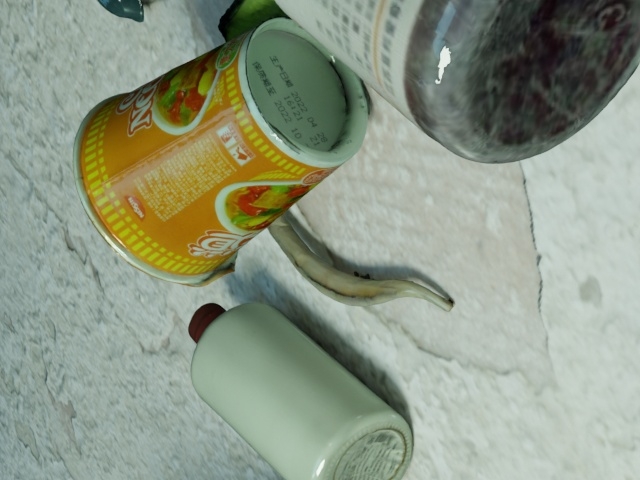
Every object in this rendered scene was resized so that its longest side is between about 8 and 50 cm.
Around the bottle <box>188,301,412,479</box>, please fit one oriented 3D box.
[{"bbox_3d":[-0.034,0.126,1.215,0.245,0.104,0.104,37,138,43],"label":"bottle"}]

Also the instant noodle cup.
[{"bbox_3d":[-0.066,-0.073,1.070,0.185,0.168,0.168,-29,83,44],"label":"instant noodle cup"}]

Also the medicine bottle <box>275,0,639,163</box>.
[{"bbox_3d":[0.047,-0.177,0.809,0.273,0.165,0.165,45,143,36],"label":"medicine bottle"}]

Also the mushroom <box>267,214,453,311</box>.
[{"bbox_3d":[-0.002,0.002,1.153,0.306,0.043,0.068,39,159,39],"label":"mushroom"}]

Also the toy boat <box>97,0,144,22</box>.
[{"bbox_3d":[-0.197,-0.254,1.291,0.141,0.060,0.055,59,150,3],"label":"toy boat"}]

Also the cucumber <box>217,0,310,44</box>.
[{"bbox_3d":[-0.031,-0.172,1.059,0.220,0.070,0.046,140,136,-58],"label":"cucumber"}]
